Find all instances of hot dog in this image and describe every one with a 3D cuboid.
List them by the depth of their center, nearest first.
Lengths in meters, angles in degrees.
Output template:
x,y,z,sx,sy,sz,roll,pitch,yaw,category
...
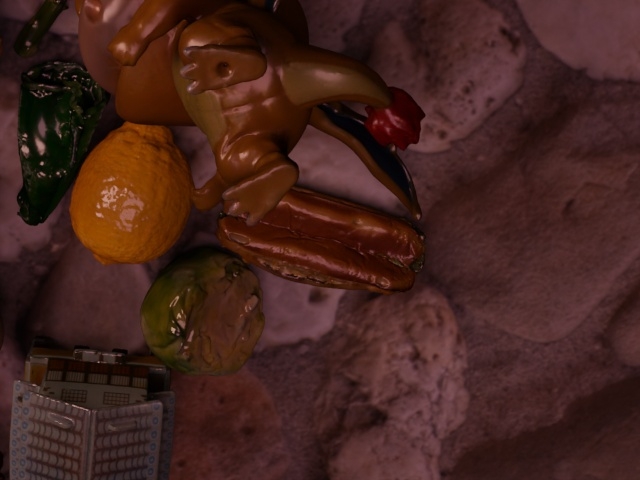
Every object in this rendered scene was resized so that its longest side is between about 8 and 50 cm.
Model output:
x,y,z,sx,sy,sz,roll,pitch,yaw,category
0.000,0.000,1.780,0.269,0.072,0.115,19,81,-11,hot dog

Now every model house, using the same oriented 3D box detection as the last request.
x,y,z,sx,sy,sz,roll,pitch,yaw,category
-0.282,0.254,1.798,0.199,0.215,0.224,7,112,-5,model house

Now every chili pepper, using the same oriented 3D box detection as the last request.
x,y,z,sx,sy,sz,roll,pitch,yaw,category
-0.318,-0.114,1.727,0.108,0.062,0.216,32,114,18,chili pepper

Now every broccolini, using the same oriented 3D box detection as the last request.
x,y,z,sx,sy,sz,roll,pitch,yaw,category
-0.277,-0.294,1.668,0.067,0.058,0.216,44,115,17,broccolini

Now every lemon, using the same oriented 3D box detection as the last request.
x,y,z,sx,sy,sz,roll,pitch,yaw,category
-0.218,-0.057,1.714,0.142,0.142,0.187,17,95,-11,lemon

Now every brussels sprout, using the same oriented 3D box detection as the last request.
x,y,z,sx,sy,sz,roll,pitch,yaw,category
-0.151,0.087,1.793,0.152,0.122,0.149,-25,123,-33,brussels sprout

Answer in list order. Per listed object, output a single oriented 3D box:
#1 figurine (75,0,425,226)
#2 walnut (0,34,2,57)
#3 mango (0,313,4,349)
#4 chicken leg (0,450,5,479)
x,y,z,sx,sy,sz,roll,pitch,yaw,category
-0.078,-0.178,1.521,0.268,0.387,0.401,-38,121,1,figurine
-0.454,-0.211,1.626,0.207,0.159,0.159,-6,113,4,walnut
-0.497,0.015,1.687,0.221,0.199,0.384,-51,134,-20,mango
-0.510,0.365,1.863,0.083,0.177,0.322,15,118,-50,chicken leg
